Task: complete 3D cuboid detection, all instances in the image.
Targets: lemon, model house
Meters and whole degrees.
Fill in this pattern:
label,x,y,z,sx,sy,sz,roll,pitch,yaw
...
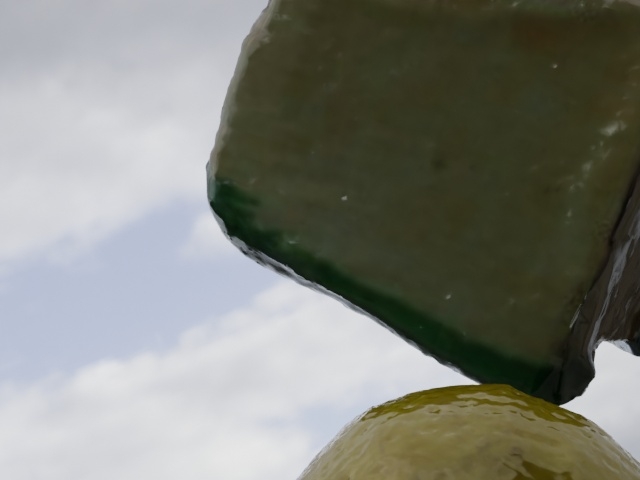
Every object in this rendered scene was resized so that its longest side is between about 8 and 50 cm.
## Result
label,x,y,z,sx,sy,sz,roll,pitch,yaw
lemon,0.086,0.201,0.964,0.245,0.245,0.320,-24,-3,-2
model house,0.147,-0.075,1.503,0.342,0.382,0.335,7,-75,-66
